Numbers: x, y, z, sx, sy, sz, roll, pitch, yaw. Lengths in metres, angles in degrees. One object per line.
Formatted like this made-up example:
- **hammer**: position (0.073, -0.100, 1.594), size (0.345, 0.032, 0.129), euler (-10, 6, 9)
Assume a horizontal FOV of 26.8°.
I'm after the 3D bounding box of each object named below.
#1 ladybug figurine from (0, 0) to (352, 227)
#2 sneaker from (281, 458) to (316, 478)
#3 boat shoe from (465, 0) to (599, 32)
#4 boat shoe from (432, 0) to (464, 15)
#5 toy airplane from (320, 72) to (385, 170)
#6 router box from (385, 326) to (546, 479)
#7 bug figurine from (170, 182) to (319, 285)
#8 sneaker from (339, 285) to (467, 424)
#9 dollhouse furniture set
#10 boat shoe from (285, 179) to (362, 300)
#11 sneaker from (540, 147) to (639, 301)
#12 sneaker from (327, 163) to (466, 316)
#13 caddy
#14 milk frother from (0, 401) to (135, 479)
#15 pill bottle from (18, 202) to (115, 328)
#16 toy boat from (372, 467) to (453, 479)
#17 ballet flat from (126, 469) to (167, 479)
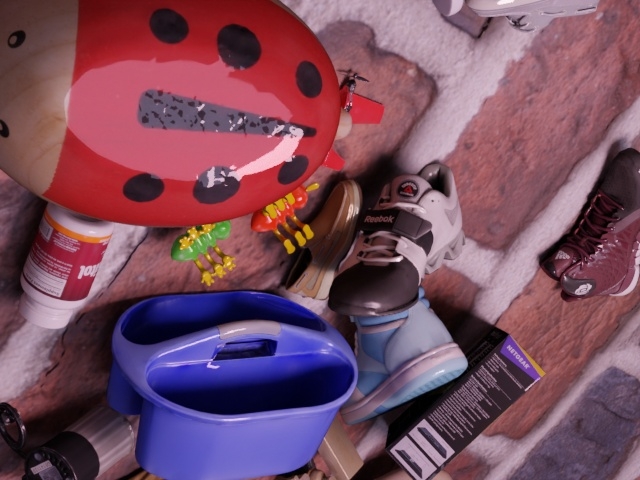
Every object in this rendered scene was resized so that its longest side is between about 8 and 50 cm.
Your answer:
- **ladybug figurine**: position (-0.163, -0.154, 1.483), size (0.449, 0.162, 0.305), euler (2, 104, -23)
- **sneaker**: position (-0.052, 0.396, 2.109), size (0.089, 0.051, 0.170), euler (-24, 135, -21)
- **boat shoe**: position (0.288, -0.314, 1.782), size (0.228, 0.079, 0.081), euler (-16, 126, -28)
- **boat shoe**: position (0.166, -0.388, 1.652), size (0.076, 0.080, 0.228), euler (-23, 125, -16)
- **toy airplane**: position (0.017, -0.151, 1.759), size (0.151, 0.028, 0.151), euler (-16, 129, -21)
- **router box**: position (0.212, 0.243, 2.027), size (0.243, 0.081, 0.309), euler (-43, 176, 2)
- **bug figurine**: position (-0.121, -0.081, 1.685), size (0.216, 0.072, 0.279), euler (-36, 130, -15)
- **sneaker**: position (0.087, 0.143, 1.973), size (0.127, 0.208, 0.319), euler (-18, 167, -30)
- **dollhouse furniture set**: position (-0.048, 0.332, 2.037), size (0.123, 0.144, 0.151), euler (-25, -171, 38)
- **boat shoe**: position (0.000, 0.000, 1.841), size (0.072, 0.068, 0.190), euler (9, 117, -20)
- **sneaker**: position (0.428, -0.005, 2.094), size (0.163, 0.106, 0.281), euler (-17, 131, -19)
- **sneaker**: position (0.098, -0.009, 1.803), size (0.330, 0.122, 0.146), euler (-44, 136, -56)
- **caddy**: position (-0.118, 0.174, 1.767), size (0.341, 0.241, 0.179), euler (-2, 130, -33)
- **milk frother**: position (-0.344, 0.256, 1.783), size (0.135, 0.129, 0.143), euler (-36, 115, -57)
- **pill bottle**: position (-0.312, 0.027, 1.631), size (0.086, 0.086, 0.152), euler (7, 119, -37)
- **toy boat**: position (0.122, 0.460, 2.162), size (0.231, 0.151, 0.151), euler (-27, 158, 8)
- **ballet flat**: position (-0.283, 0.390, 1.933), size (0.232, 0.073, 0.080), euler (-32, 134, -9)
